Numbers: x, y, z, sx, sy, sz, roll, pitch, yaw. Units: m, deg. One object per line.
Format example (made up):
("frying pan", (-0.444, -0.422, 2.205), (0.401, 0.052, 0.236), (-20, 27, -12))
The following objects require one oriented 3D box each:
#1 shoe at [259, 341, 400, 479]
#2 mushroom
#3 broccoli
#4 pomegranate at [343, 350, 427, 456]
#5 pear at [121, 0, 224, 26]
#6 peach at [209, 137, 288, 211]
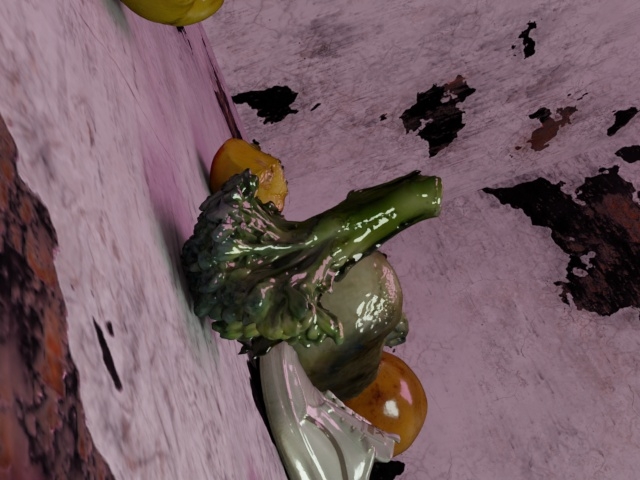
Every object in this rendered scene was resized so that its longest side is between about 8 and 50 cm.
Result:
("shoe", (0.026, 0.270, 0.941), (0.124, 0.159, 0.316), (-90, 163, -88))
("mushroom", (0.033, 0.159, 1.071), (0.344, 0.247, 0.130), (112, -26, -51))
("broccoli", (-0.004, 0.011, 0.686), (0.198, 0.275, 0.177), (-89, 165, -59))
("pomegranate", (0.113, 0.377, 1.574), (0.264, 0.264, 0.264), (161, -90, -90))
("pear", (-0.185, -0.363, 0.829), (0.200, 0.200, 0.200), (161, -90, -90))
("peach", (-0.130, -0.100, 1.148), (0.151, 0.118, 0.151), (33, 52, -54))
